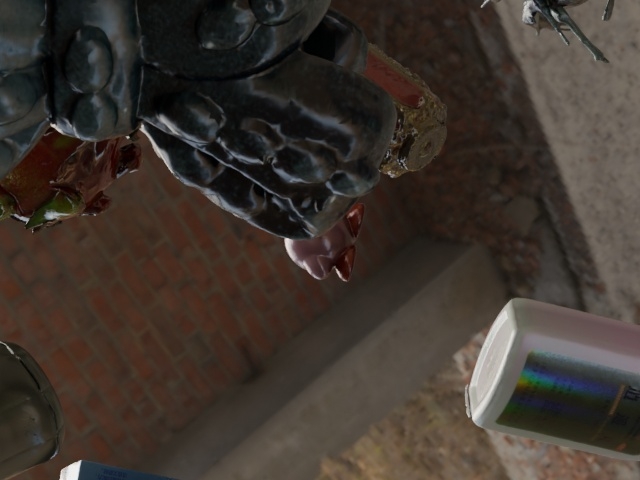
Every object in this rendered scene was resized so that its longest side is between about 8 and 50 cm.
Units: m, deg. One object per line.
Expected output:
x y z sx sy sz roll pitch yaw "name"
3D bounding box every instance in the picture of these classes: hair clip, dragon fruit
-0.115 -0.111 0.602 0.194 0.310 0.206 -104 18 -50 "hair clip"
-0.214 -0.089 1.007 0.138 0.175 0.142 32 -141 -45 "dragon fruit"

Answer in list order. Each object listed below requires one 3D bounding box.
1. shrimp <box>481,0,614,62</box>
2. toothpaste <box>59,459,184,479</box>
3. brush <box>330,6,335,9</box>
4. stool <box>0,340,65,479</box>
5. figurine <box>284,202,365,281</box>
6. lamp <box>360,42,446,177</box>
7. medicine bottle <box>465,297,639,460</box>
0.226 -0.257 1.120 0.137 0.172 0.372 12 171 1 "shrimp"
-0.087 0.244 0.984 0.272 0.066 0.053 17 151 -25 "toothpaste"
-0.025 -0.305 1.643 0.021 0.196 0.070 6 111 31 "brush"
-0.245 0.131 0.837 0.096 0.110 0.096 33 137 38 "stool"
0.000 0.000 1.131 0.071 0.083 0.067 12 148 -4 "figurine"
0.086 -0.229 1.984 0.274 0.177 0.177 42 158 27 "lamp"
0.243 0.124 0.980 0.219 0.078 0.115 14 122 -7 "medicine bottle"
